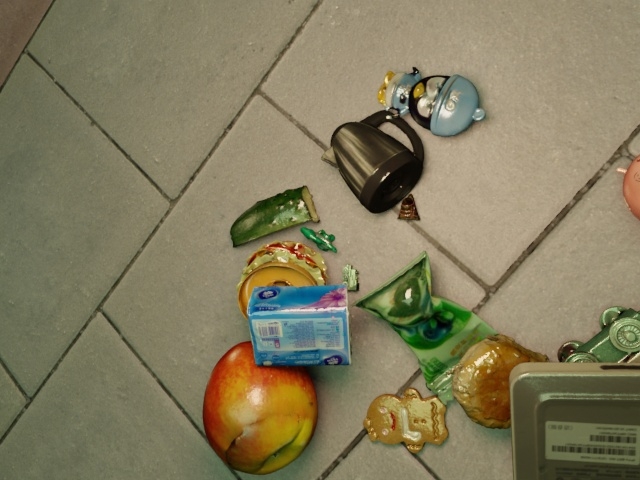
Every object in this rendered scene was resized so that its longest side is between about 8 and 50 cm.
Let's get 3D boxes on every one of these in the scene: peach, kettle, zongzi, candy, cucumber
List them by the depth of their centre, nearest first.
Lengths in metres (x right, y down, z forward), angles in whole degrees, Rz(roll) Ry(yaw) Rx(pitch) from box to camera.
[{"bbox_3d":[0.312,0.242,1.444,0.263,0.172,0.398,-43,87,18],"label":"candy"},{"bbox_3d":[0.146,-0.254,1.511,0.271,0.207,0.251,48,111,24],"label":"kettle"},{"bbox_3d":[-0.181,0.479,1.534,0.370,0.370,0.370,-1,87,21],"label":"peach"},{"bbox_3d":[0.262,-0.107,1.540,0.067,0.073,0.083,5,129,21],"label":"zongzi"},{"bbox_3d":[-0.172,-0.071,1.675,0.325,0.105,0.145,-20,81,22],"label":"cucumber"}]

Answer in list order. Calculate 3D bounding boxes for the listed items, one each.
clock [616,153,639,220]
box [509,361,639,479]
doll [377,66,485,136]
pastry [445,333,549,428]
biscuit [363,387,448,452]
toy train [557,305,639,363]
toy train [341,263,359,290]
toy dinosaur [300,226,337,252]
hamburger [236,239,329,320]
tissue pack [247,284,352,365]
[{"bbox_3d":[0.850,-0.139,1.246,0.227,0.142,0.241,-21,62,21],"label":"clock"},{"bbox_3d":[0.644,0.471,1.233,0.367,0.090,0.373,-4,102,16],"label":"box"},{"bbox_3d":[0.316,-0.396,1.481,0.314,0.141,0.177,24,92,24],"label":"doll"},{"bbox_3d":[0.469,0.372,1.374,0.257,0.121,0.235,24,100,-8],"label":"pastry"},{"bbox_3d":[0.243,0.521,1.519,0.249,0.035,0.184,-4,86,21],"label":"biscuit"},{"bbox_3d":[0.737,0.308,1.285,0.221,0.150,0.304,47,107,6],"label":"toy train"},{"bbox_3d":[0.092,0.114,1.598,0.053,0.033,0.083,3,88,16],"label":"toy train"},{"bbox_3d":[0.000,0.000,1.605,0.132,0.096,0.059,35,101,22],"label":"toy dinosaur"},{"bbox_3d":[-0.107,0.127,1.568,0.274,0.212,0.274,2,115,5],"label":"hamburger"},{"bbox_3d":[-0.051,0.227,1.410,0.263,0.146,0.198,-3,119,4],"label":"tissue pack"}]
